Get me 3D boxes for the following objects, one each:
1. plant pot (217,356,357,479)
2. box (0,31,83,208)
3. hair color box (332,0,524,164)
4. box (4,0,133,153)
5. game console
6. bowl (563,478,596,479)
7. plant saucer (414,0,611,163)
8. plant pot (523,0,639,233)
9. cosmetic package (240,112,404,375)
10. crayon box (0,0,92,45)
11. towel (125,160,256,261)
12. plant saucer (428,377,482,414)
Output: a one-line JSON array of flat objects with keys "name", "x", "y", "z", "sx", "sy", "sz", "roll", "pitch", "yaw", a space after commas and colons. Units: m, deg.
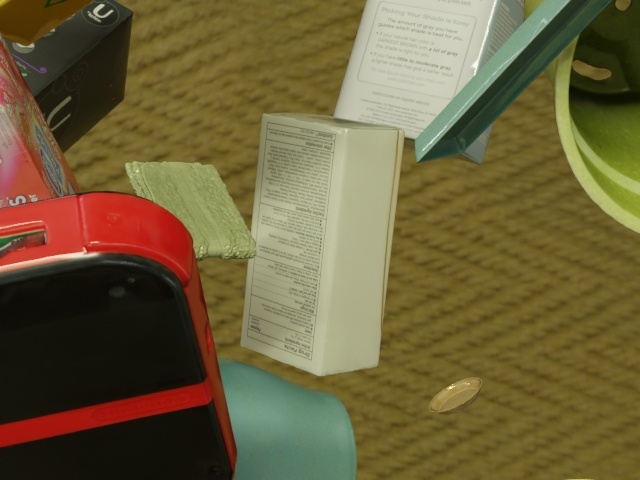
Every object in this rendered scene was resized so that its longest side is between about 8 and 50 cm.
[{"name": "plant pot", "x": -0.106, "y": 0.265, "z": 1.527, "sx": 0.255, "sy": 0.271, "sz": 0.272, "roll": 5, "pitch": 90, "yaw": -26}, {"name": "box", "x": -0.289, "y": -0.046, "z": 1.119, "sx": 0.122, "sy": 0.128, "sz": 0.257, "roll": -19, "pitch": 137, "yaw": -1}, {"name": "hair color box", "x": 0.165, "y": -0.306, "z": 1.685, "sx": 0.185, "sy": 0.113, "sz": 0.374, "roll": 15, "pitch": 89, "yaw": 28}, {"name": "box", "x": -0.366, "y": -0.187, "z": 1.554, "sx": 0.143, "sy": 0.165, "sz": 0.270, "roll": 32, "pitch": 53, "yaw": 10}, {"name": "game console", "x": -0.265, "y": 0.119, "z": 0.918, "sx": 0.386, "sy": 0.342, "sz": 0.060, "roll": -11, "pitch": 51, "yaw": -4}, {"name": "bowl", "x": 0.375, "y": 0.504, "z": 1.822, "sx": 0.289, "sy": 0.156, "sz": 0.289, "roll": -5, "pitch": 56, "yaw": 8}, {"name": "plant saucer", "x": 0.136, "y": -0.122, "z": 0.859, "sx": 0.067, "sy": 0.192, "sz": 0.018, "roll": -15, "pitch": 63, "yaw": -53}, {"name": "plant pot", "x": 0.286, "y": -0.168, "z": 1.040, "sx": 0.276, "sy": 0.254, "sz": 0.276, "roll": -3, "pitch": 113, "yaw": -8}, {"name": "cosmetic package", "x": 0.000, "y": 0.000, "z": 1.622, "sx": 0.113, "sy": 0.160, "sz": 0.309, "roll": -4, "pitch": 105, "yaw": -44}, {"name": "crayon box", "x": -0.240, "y": -0.322, "z": 1.159, "sx": 0.323, "sy": 0.083, "sz": 0.203, "roll": -27, "pitch": 70, "yaw": 24}, {"name": "towel", "x": -0.137, "y": -0.032, "z": 1.351, "sx": 0.110, "sy": 0.148, "sz": 0.027, "roll": -3, "pitch": 136, "yaw": -37}, {"name": "plant saucer", "x": 0.191, "y": 0.220, "z": 1.776, "sx": 0.083, "sy": 0.083, "sz": 0.015, "roll": -33, "pitch": 103, "yaw": -13}]
